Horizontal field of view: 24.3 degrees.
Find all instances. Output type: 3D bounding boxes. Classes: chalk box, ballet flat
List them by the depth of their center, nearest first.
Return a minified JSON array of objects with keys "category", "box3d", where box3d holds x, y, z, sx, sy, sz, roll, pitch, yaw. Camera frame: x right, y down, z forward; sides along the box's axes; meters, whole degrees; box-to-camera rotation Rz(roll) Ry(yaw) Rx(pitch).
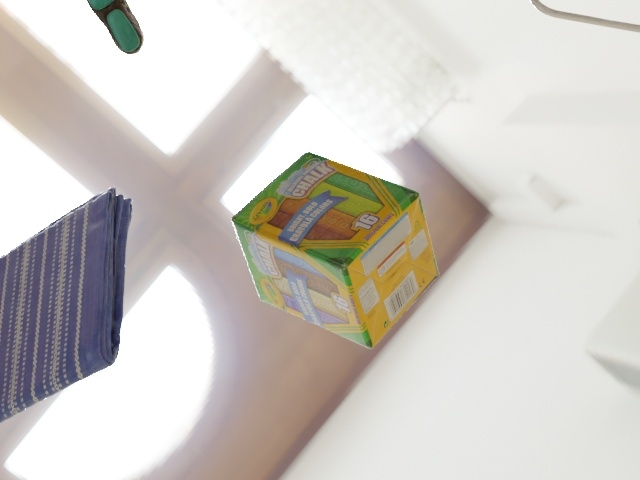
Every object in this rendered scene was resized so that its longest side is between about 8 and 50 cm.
[{"category":"ballet flat","box3d":[-0.224,-0.250,1.604,0.041,0.114,0.041,-28,178,-1]},{"category":"chalk box","box3d":[0.000,0.000,1.621,0.213,0.132,0.132,22,-125,36]}]

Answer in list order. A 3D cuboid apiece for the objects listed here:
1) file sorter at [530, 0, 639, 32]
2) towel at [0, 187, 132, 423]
[{"category":"file sorter","box3d":[0.316,-0.352,1.403,0.277,0.193,0.173,104,-6,-54]},{"category":"towel","box3d":[-0.345,0.102,1.743,0.336,0.040,0.243,-29,-133,32]}]
